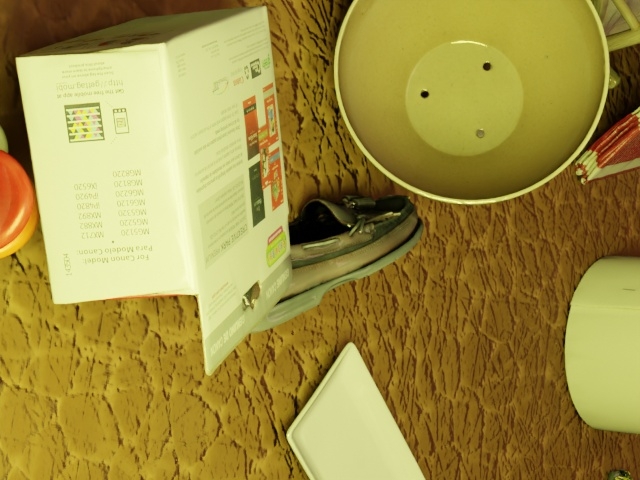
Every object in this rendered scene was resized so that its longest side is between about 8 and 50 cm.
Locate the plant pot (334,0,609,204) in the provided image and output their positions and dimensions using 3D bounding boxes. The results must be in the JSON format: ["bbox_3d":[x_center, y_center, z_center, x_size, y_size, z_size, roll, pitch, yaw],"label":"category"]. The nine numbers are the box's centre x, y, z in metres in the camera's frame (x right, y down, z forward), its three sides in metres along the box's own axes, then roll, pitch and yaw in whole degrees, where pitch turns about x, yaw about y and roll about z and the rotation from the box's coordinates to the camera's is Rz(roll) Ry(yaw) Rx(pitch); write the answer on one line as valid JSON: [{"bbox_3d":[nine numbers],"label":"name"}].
[{"bbox_3d":[0.159,-0.169,1.844,0.191,0.284,0.284,70,26,-84],"label":"plant pot"}]

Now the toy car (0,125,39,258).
[{"bbox_3d":[-0.299,-0.033,1.331,0.182,0.136,0.159,13,82,-52],"label":"toy car"}]

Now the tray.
[{"bbox_3d":[0.041,0.255,1.869,0.145,0.030,0.270,-54,131,-36],"label":"tray"}]

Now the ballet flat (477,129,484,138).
[{"bbox_3d":[0.241,-0.110,2.087,0.168,0.052,0.057,6,87,-52],"label":"ballet flat"}]

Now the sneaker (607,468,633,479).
[{"bbox_3d":[0.427,0.337,2.366,0.083,0.031,0.035,10,83,-52],"label":"sneaker"}]

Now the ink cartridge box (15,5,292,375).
[{"bbox_3d":[-0.129,-0.050,1.464,0.309,0.130,0.271,-44,129,-72],"label":"ink cartridge box"}]

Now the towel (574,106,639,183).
[{"bbox_3d":[0.498,-0.200,2.244,0.237,0.329,0.037,-14,64,-51],"label":"towel"}]

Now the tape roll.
[{"bbox_3d":[0.460,0.143,2.287,0.246,0.169,0.246,-3,94,-51],"label":"tape roll"}]

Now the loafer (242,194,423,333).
[{"bbox_3d":[0.000,0.000,1.747,0.302,0.109,0.095,-30,111,-44],"label":"loafer"}]

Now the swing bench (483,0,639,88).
[{"bbox_3d":[0.343,-0.281,2.084,0.253,0.255,0.165,-29,85,-48],"label":"swing bench"}]
